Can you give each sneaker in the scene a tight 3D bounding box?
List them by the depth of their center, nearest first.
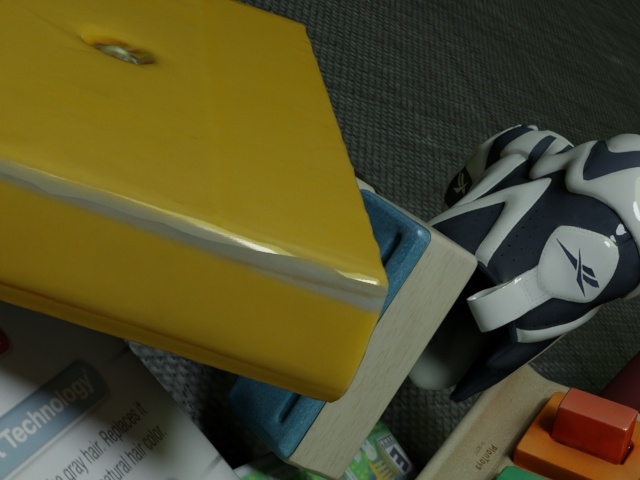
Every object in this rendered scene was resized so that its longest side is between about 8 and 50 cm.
[{"bbox_3d":[0.079,0.014,0.810,0.094,0.153,0.235,65,-17,-15],"label":"sneaker"}]

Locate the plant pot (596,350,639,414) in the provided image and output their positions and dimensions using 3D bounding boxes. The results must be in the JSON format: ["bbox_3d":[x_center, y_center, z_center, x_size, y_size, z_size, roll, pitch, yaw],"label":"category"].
[{"bbox_3d":[0.310,0.134,0.996,0.275,0.243,0.275,39,26,-23],"label":"plant pot"}]

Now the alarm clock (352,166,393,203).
[{"bbox_3d":[0.000,0.000,0.866,0.129,0.064,0.192,3,55,-59],"label":"alarm clock"}]

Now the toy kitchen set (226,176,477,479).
[{"bbox_3d":[-0.068,-0.009,0.718,0.166,0.122,0.207,28,6,-40],"label":"toy kitchen set"}]

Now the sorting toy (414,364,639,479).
[{"bbox_3d":[0.153,0.129,0.749,0.196,0.047,0.348,24,33,18],"label":"sorting toy"}]

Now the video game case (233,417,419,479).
[{"bbox_3d":[0.030,0.178,0.706,0.193,0.023,0.212,55,24,11],"label":"video game case"}]

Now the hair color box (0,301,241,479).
[{"bbox_3d":[-0.057,0.173,0.447,0.374,0.113,0.185,51,22,-1],"label":"hair color box"}]

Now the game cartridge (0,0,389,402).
[{"bbox_3d":[-0.148,-0.069,0.522,0.324,0.052,0.285,17,20,-12],"label":"game cartridge"}]
